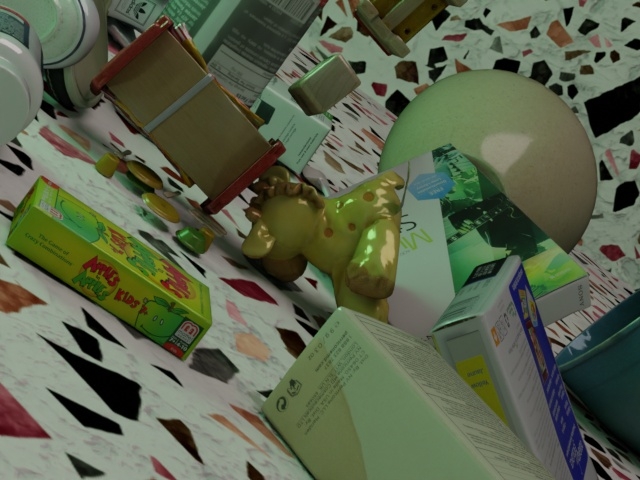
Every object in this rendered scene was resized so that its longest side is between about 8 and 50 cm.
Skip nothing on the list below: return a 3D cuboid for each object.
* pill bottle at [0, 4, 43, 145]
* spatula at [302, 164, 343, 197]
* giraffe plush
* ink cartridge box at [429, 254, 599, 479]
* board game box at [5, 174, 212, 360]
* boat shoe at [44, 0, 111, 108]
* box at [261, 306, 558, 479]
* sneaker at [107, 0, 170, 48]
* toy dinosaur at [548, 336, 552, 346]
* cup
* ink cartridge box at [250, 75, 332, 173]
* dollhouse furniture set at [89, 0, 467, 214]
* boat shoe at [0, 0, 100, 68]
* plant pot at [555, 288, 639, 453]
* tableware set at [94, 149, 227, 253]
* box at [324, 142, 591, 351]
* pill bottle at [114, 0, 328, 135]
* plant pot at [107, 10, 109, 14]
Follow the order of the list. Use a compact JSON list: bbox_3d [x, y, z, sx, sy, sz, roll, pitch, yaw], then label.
[{"bbox_3d":[-0.311,-0.150,1.522,0.108,0.108,0.180,34,12,-19],"label":"pill bottle"},{"bbox_3d":[0.048,-0.036,2.430,0.168,0.019,0.242,40,11,-19],"label":"spatula"},{"bbox_3d":[0.000,0.000,1.810,0.170,0.210,0.181,8,16,0],"label":"giraffe plush"},{"bbox_3d":[0.214,0.190,1.702,0.303,0.072,0.307,-39,111,-74],"label":"ink cartridge box"},{"bbox_3d":[-0.179,0.022,1.406,0.181,0.043,0.092,35,11,-15],"label":"board game box"},{"bbox_3d":[-0.318,-0.272,1.959,0.127,0.113,0.340,77,7,-48],"label":"boat shoe"},{"bbox_3d":[0.103,0.204,1.348,0.148,0.121,0.311,26,16,-46],"label":"box"},{"bbox_3d":[-0.319,-0.374,2.315,0.210,0.137,0.366,35,8,1],"label":"sneaker"},{"bbox_3d":[0.215,0.126,2.078,0.218,0.164,0.322,58,-1,22],"label":"toy dinosaur"},{"bbox_3d":[0.216,-0.067,2.366,0.331,0.331,0.237,39,22,6],"label":"cup"},{"bbox_3d":[-0.090,-0.201,2.450,0.208,0.087,0.153,34,11,-5],"label":"ink cartridge box"},{"bbox_3d":[-0.051,-0.217,1.810,0.201,0.374,0.152,49,-3,-7],"label":"dollhouse furniture set"},{"bbox_3d":[-0.413,-0.311,1.785,0.367,0.136,0.156,37,11,13],"label":"boat shoe"},{"bbox_3d":[0.510,0.203,2.337,0.255,0.271,0.271,54,12,1],"label":"plant pot"},{"bbox_3d":[-0.173,-0.039,1.736,0.154,0.024,0.104,40,15,6],"label":"tableware set"},{"bbox_3d":[0.140,0.020,1.976,0.322,0.232,0.058,50,-22,45],"label":"box"},{"bbox_3d":[-0.125,-0.249,2.043,0.161,0.283,0.161,36,11,-8],"label":"pill bottle"},{"bbox_3d":[-0.313,-0.277,2.099,0.083,0.079,0.083,36,10,-8],"label":"plant pot"}]
